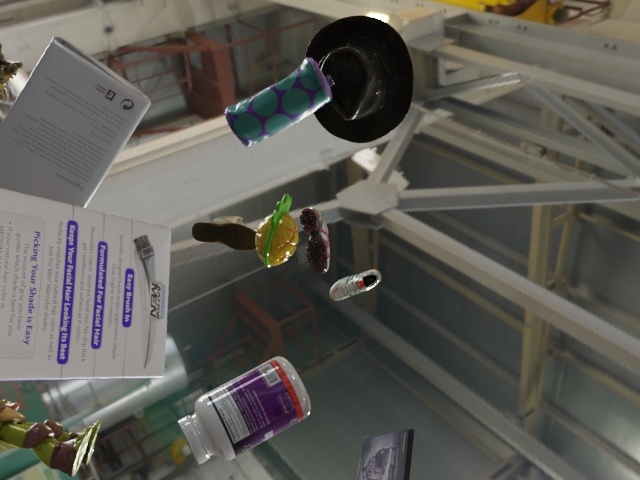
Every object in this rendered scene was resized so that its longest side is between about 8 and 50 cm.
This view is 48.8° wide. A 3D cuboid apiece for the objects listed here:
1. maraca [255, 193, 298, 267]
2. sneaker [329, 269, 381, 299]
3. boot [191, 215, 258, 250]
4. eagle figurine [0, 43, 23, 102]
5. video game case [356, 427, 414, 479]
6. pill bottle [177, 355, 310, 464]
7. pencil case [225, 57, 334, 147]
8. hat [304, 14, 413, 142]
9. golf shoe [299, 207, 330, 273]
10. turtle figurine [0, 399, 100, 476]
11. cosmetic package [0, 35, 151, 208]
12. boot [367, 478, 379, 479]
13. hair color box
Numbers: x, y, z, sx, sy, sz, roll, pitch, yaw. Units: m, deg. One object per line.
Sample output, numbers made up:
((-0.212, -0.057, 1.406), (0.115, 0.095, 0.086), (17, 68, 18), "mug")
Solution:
((-0.100, -0.021, 1.655), (0.099, 0.127, 0.186), (18, -57, 9), "maraca")
((0.099, 0.126, 2.024), (0.075, 0.161, 0.057), (48, 21, -87), "sneaker")
((-0.247, -0.026, 2.066), (0.213, 0.165, 0.077), (8, -79, 16), "boot")
((-0.720, -0.273, 1.342), (0.225, 0.298, 0.226), (33, -40, 27), "eagle figurine")
((0.171, 0.628, 1.940), (0.274, 0.026, 0.196), (-39, -143, 58), "video game case")
((-0.199, 0.449, 1.843), (0.181, 0.322, 0.182), (54, -20, 30), "pill bottle")
((-0.057, -0.190, 0.973), (0.064, 0.151, 0.070), (20, 46, -65), "pencil case")
((0.084, -0.400, 1.810), (0.331, 0.134, 0.332), (6, -66, 15), "hat")
((0.000, 0.000, 1.960), (0.067, 0.086, 0.186), (-14, -98, 30), "golf shoe")
((-0.385, 0.221, 0.843), (0.217, 0.087, 0.269), (19, -23, -3), "turtle figurine")
((-0.417, -0.093, 1.033), (0.156, 0.385, 0.217), (33, 2, -23), "cosmetic package")
((0.156, 0.654, 1.498), (0.280, 0.096, 0.264), (134, -54, -69), "boot")
((-0.311, 0.052, 0.735), (0.110, 0.338, 0.185), (-6, -102, 32), "hair color box")
